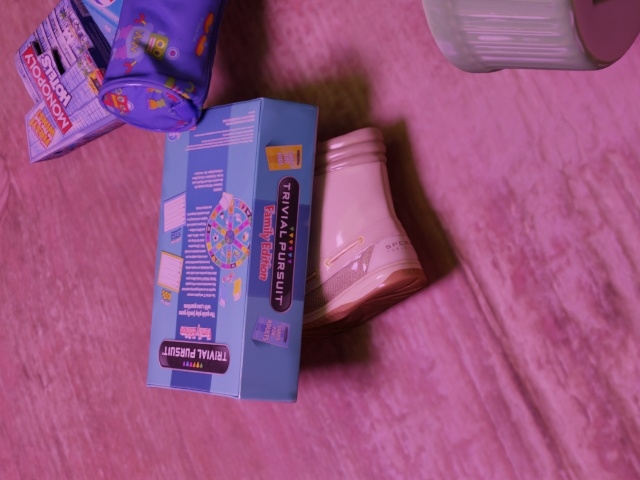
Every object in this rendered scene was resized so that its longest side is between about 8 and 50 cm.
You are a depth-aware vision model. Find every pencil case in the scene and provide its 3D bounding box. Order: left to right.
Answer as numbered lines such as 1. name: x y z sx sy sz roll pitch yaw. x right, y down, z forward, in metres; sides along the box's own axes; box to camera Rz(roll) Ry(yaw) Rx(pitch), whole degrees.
1. pencil case: -0.164 -0.280 2.085 0.133 0.119 0.306 5 70 26

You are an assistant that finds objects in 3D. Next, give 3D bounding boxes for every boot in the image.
1. boot: 0.000 0.000 2.050 0.262 0.095 0.203 -30 68 45

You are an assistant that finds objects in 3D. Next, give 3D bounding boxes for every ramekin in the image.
1. ramekin: 0.229 -0.308 1.734 0.148 0.303 0.303 10 98 29

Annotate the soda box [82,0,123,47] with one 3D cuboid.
1. soda box: -0.253 -0.312 2.212 0.067 0.071 0.210 -47 65 30

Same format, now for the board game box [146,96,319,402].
1. board game box: -0.106 0.013 2.062 0.254 0.079 0.336 -1 84 61

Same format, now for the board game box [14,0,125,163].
1. board game box: -0.334 -0.196 2.302 0.194 0.060 0.194 -40 75 38
